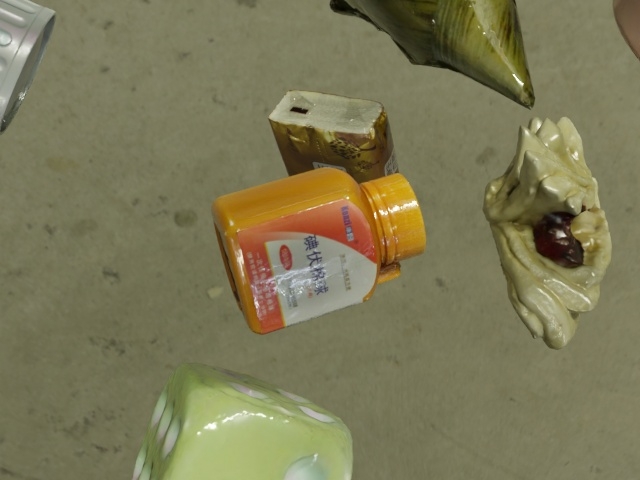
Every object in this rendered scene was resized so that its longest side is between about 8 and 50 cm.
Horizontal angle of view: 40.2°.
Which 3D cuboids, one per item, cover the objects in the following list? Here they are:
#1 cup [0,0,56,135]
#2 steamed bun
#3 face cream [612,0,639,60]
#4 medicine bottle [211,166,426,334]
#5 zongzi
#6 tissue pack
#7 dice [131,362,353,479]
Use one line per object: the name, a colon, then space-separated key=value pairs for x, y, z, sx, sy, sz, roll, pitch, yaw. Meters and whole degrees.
cup: x=-0.447 y=-0.224 z=1.036 sx=0.202 sy=0.167 sz=0.221 roll=25 pitch=45 yaw=-15
steamed bun: x=0.354 y=-0.057 z=1.348 sx=0.247 sy=0.189 sz=0.428 roll=37 pitch=33 yaw=-4
face cream: x=0.227 y=-0.122 z=0.402 sx=0.149 sy=0.104 sz=0.149 roll=12 pitch=46 yaw=-13
medicine bottle: x=0.000 y=0.000 z=1.005 sx=0.222 sy=0.149 sz=0.112 roll=-17 pitch=26 yaw=-11
zongzi: x=0.049 y=-0.191 z=0.461 sx=0.094 sy=0.205 sz=0.204 roll=-19 pitch=37 yaw=-4
tissue pack: x=0.033 y=-0.134 z=1.431 sx=0.183 sy=0.226 sz=0.092 roll=14 pitch=56 yaw=24
dice: x=-0.115 y=0.326 z=1.215 sx=0.250 sy=0.252 sz=0.254 roll=21 pitch=86 yaw=-17
